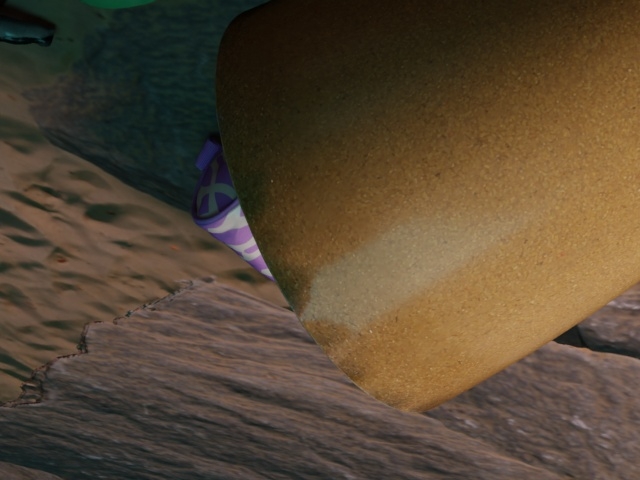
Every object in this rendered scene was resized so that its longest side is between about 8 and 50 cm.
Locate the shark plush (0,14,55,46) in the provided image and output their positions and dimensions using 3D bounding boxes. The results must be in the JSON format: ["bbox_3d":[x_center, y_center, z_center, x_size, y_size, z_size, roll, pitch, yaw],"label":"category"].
[{"bbox_3d":[-0.244,-0.151,0.778,0.161,0.073,0.067,26,116,-11],"label":"shark plush"}]

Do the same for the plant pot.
[{"bbox_3d":[0.118,-0.069,0.641,0.254,0.237,0.237,-26,133,24],"label":"plant pot"}]

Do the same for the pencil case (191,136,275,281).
[{"bbox_3d":[0.000,0.000,0.892,0.206,0.086,0.088,37,175,-29],"label":"pencil case"}]

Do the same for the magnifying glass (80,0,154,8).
[{"bbox_3d":[-0.032,-0.173,0.645,0.231,0.092,0.026,-9,143,15],"label":"magnifying glass"}]
